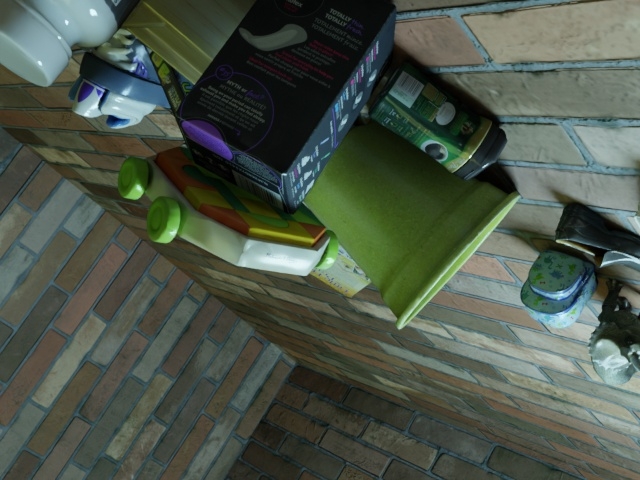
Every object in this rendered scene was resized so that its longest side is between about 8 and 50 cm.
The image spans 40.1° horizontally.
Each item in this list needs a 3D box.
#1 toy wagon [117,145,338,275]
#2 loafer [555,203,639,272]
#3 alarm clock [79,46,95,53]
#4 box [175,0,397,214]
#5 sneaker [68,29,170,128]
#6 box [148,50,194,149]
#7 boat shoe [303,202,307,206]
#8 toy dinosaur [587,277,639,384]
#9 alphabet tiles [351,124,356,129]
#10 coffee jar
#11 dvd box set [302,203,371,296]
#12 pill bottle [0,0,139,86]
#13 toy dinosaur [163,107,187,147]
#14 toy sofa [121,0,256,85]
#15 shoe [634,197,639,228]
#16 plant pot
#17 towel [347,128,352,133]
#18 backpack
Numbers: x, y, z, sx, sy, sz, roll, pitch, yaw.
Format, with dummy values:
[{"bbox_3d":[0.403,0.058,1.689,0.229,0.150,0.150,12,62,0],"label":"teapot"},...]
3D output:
[{"bbox_3d":[-0.139,-0.059,1.203,0.267,0.068,0.344,11,-157,-38],"label":"toy wagon"},{"bbox_3d":[0.420,0.015,1.283,0.170,0.061,0.062,30,163,7],"label":"loafer"},{"bbox_3d":[-0.440,-0.401,1.689,0.192,0.064,0.129,37,164,-25],"label":"alarm clock"},{"bbox_3d":[-0.038,-0.198,1.133,0.165,0.270,0.143,30,165,11],"label":"box"},{"bbox_3d":[-0.327,-0.311,1.411,0.130,0.236,0.322,27,164,17],"label":"sneaker"},{"bbox_3d":[-0.186,-0.218,1.407,0.036,0.114,0.206,-34,74,39],"label":"box"},{"bbox_3d":[0.068,-0.073,1.661,0.255,0.079,0.095,18,157,36],"label":"boat shoe"},{"bbox_3d":[0.487,0.170,1.438,0.121,0.160,0.313,27,162,21],"label":"toy dinosaur"},{"bbox_3d":[-0.057,-0.244,1.493,0.278,0.021,0.284,35,164,-17],"label":"alphabet tiles"},{"bbox_3d":[0.163,-0.161,1.215,0.184,0.079,0.096,35,162,-4],"label":"coffee jar"},{"bbox_3d":[0.000,0.000,2.042,0.308,0.062,0.420,33,164,-1],"label":"dvd box set"},{"bbox_3d":[-0.290,-0.351,1.071,0.176,0.318,0.176,31,165,9],"label":"pill bottle"},{"bbox_3d":[-0.168,-0.180,1.688,0.322,0.164,0.218,47,147,-6],"label":"toy dinosaur"},{"bbox_3d":[-0.125,-0.269,1.301,0.363,0.177,0.150,39,173,-19],"label":"toy sofa"},{"bbox_3d":[0.461,0.002,1.171,0.077,0.058,0.219,18,159,42],"label":"shoe"},{"bbox_3d":[0.122,-0.047,1.370,0.254,0.276,0.276,42,166,11],"label":"plant pot"},{"bbox_3d":[0.015,-0.166,1.521,0.144,0.029,0.197,18,161,29],"label":"towel"},{"bbox_3d":[0.384,0.077,1.439,0.105,0.114,0.084,21,160,39],"label":"backpack"}]
